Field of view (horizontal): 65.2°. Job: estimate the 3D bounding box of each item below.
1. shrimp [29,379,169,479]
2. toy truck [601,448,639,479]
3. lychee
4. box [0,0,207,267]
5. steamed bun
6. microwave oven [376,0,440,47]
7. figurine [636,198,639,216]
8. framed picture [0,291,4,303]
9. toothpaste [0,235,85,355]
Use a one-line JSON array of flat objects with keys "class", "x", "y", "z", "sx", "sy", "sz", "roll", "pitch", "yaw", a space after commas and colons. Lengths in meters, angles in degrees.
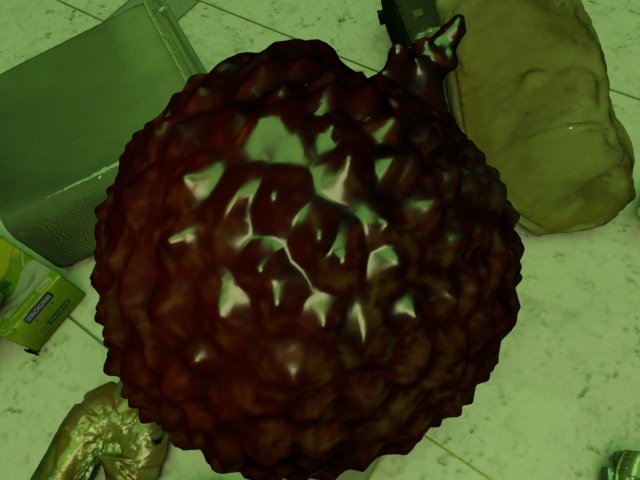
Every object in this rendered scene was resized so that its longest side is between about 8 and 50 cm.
[{"class": "shrimp", "x": -0.289, "y": 0.300, "z": 0.608, "sx": 0.145, "sy": 0.061, "sz": 0.267, "roll": 31, "pitch": 67, "yaw": 11}, {"class": "toy truck", "x": 0.398, "y": 0.268, "z": 0.503, "sx": 0.191, "sy": 0.116, "sz": 0.085, "roll": 9, "pitch": 65, "yaw": 13}, {"class": "lychee", "x": 0.000, "y": 0.000, "z": 0.520, "sx": 0.425, "sy": 0.425, "sz": 0.499, "roll": 35, "pitch": 96, "yaw": 22}, {"class": "box", "x": -0.330, "y": -0.183, "z": 0.809, "sx": 0.344, "sy": 0.177, "sz": 0.351, "roll": -27, "pitch": 62, "yaw": -6}, {"class": "steamed bun", "x": 0.227, "y": -0.161, "z": 0.650, "sx": 0.247, "sy": 0.428, "sz": 0.189, "roll": -34, "pitch": 39, "yaw": 22}, {"class": "microwave oven", "x": 0.202, "y": -0.364, "z": 0.836, "sx": 0.178, "sy": 0.188, "sz": 0.247, "roll": -16, "pitch": 65, "yaw": 5}, {"class": "figurine", "x": 0.588, "y": -0.133, "z": 0.689, "sx": 0.394, "sy": 0.226, "sz": 0.274, "roll": -37, "pitch": 32, "yaw": -1}, {"class": "framed picture", "x": -0.598, "y": 0.081, "z": 0.717, "sx": 0.315, "sy": 0.024, "sz": 0.231, "roll": 35, "pitch": 99, "yaw": 17}, {"class": "toothpaste", "x": -0.518, "y": 0.043, "z": 0.763, "sx": 0.328, "sy": 0.077, "sz": 0.110, "roll": 26, "pitch": 69, "yaw": 19}]
